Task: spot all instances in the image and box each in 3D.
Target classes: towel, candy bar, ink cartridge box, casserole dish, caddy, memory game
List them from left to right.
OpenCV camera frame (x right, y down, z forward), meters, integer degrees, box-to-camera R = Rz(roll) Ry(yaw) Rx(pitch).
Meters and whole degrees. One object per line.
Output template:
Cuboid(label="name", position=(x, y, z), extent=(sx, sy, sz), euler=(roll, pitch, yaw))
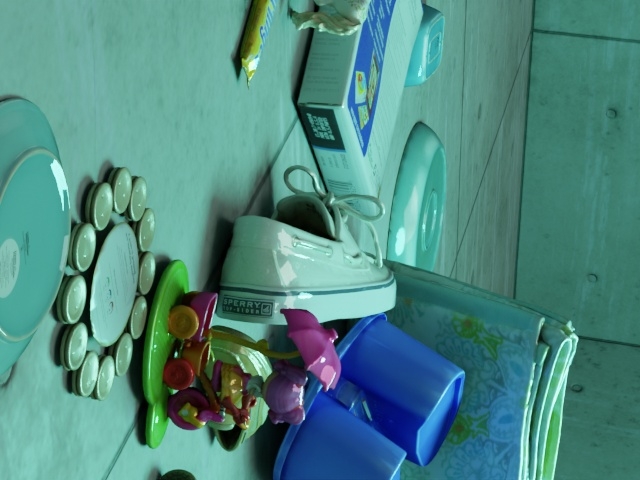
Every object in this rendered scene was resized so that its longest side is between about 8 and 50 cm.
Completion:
Cuboid(label="memory game", position=(-0.165, 0.033, 1.169), extent=(0.186, 0.012, 0.186), euler=(8, 90, -77))
Cuboid(label="candy bar", position=(-0.056, -0.226, 1.467), extent=(0.040, 0.018, 0.161), euler=(73, 29, -62))
Cuboid(label="caddy", position=(0.043, 0.225, 1.825), extent=(0.241, 0.179, 0.341), euler=(-55, 165, -18))
Cuboid(label="ink cartridge box", position=(0.052, -0.228, 1.831), extent=(0.303, 0.072, 0.307), euler=(66, 32, -64))
Cuboid(label="casserole dish", position=(0.159, -0.298, 2.305), extent=(0.188, 0.037, 0.114), euler=(-52, 148, -67))
Cuboid(label="towel", position=(0.164, 0.213, 2.000), extent=(0.090, 0.374, 0.320), euler=(-3, 105, -43))

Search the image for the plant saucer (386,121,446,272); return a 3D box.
Cuboid(label="plant saucer", position=(0.163, -0.036, 2.471), extent=(0.317, 0.044, 0.317), euler=(8, 90, -76))

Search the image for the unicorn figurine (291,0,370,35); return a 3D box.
Cuboid(label="unicorn figurine", position=(0.033, -0.273, 1.611), extent=(0.060, 0.111, 0.162), euler=(74, 27, -59))

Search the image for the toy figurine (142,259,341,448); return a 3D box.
Cuboid(label="toy figurine", position=(-0.063, 0.113, 1.308), extent=(0.130, 0.159, 0.173), euler=(-54, 153, -74))

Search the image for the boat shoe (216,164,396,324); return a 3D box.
Cuboid(label="boat shoe", position=(-0.009, -0.001, 1.600), extent=(0.367, 0.136, 0.156), euler=(-2, 97, -67))

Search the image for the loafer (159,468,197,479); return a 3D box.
Cuboid(label="loafer", position=(-0.130, 0.286, 1.378), extent=(0.050, 0.056, 0.148), euler=(33, 65, -69))

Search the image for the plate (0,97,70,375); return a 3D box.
Cuboid(label="plate", position=(-0.199, 0.002, 0.981), extent=(0.188, 0.024, 0.188), euler=(9, 90, -78))

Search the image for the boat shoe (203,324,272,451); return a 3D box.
Cuboid(label="boat shoe", position=(-0.087, 0.154, 1.473), extent=(0.072, 0.068, 0.190), euler=(-61, 159, -27))
